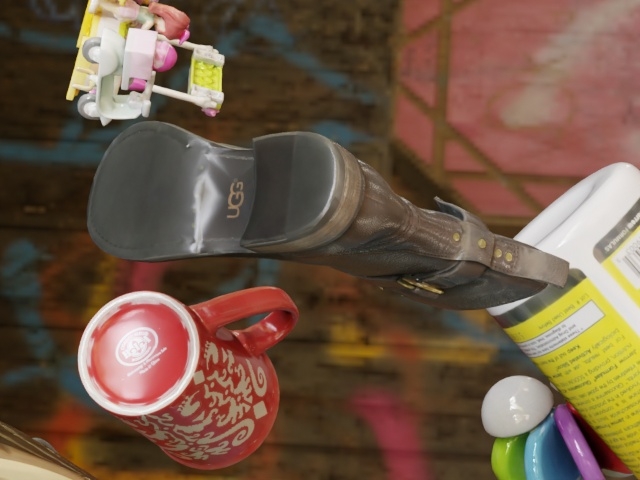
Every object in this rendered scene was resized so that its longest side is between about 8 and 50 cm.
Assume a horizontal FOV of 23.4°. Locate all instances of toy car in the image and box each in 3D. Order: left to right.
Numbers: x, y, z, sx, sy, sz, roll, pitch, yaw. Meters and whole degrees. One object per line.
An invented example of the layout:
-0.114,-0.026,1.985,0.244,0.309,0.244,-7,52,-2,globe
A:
0.260,0.198,1.536,0.159,0.182,0.136,61,176,-24,toy car

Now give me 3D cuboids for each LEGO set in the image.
-0.107,-0.188,1.113,0.132,0.107,0.287,120,161,-52,LEGO set

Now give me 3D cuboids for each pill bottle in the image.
0.314,0.108,1.402,0.334,0.188,0.188,49,-173,-3,pill bottle

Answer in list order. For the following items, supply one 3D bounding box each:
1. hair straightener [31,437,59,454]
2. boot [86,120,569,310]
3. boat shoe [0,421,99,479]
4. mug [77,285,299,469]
-0.223,0.173,0.955,0.089,0.047,0.230,-43,-7,26,hair straightener
0.000,0.000,1.010,0.229,0.263,0.091,22,-102,-46,boot
-0.215,0.134,0.775,0.341,0.122,0.110,30,-98,-44,boat shoe
-0.101,0.085,1.158,0.150,0.113,0.169,-67,-20,-10,mug
